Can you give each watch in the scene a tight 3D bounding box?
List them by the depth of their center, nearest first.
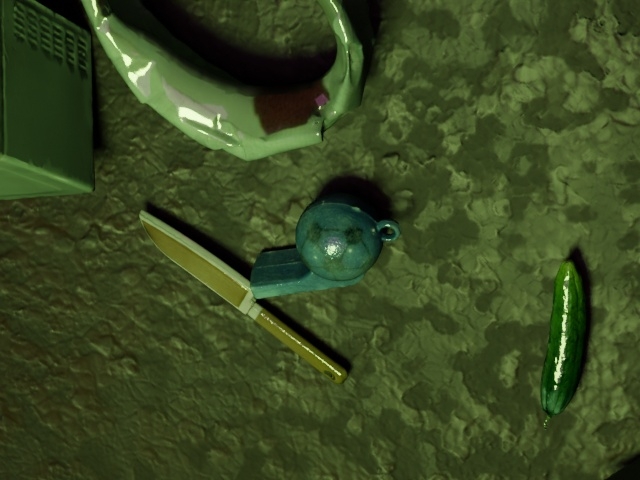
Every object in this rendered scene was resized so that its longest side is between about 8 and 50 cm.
[{"bbox_3d":[-0.078,-0.196,1.607,0.253,0.161,0.241,0,120,18],"label":"watch"}]

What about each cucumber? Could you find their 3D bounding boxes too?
[{"bbox_3d":[0.226,0.095,1.660,0.039,0.039,0.167,8,106,13],"label":"cucumber"}]

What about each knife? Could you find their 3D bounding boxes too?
[{"bbox_3d":[-0.073,0.051,1.733,0.256,0.022,0.046,37,148,3],"label":"knife"}]

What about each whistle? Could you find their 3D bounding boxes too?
[{"bbox_3d":[0.000,0.000,1.668,0.158,0.090,0.090,-8,104,18],"label":"whistle"}]

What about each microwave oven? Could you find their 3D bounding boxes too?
[{"bbox_3d":[-0.384,-0.133,1.645,0.295,0.237,0.181,-5,82,17],"label":"microwave oven"}]

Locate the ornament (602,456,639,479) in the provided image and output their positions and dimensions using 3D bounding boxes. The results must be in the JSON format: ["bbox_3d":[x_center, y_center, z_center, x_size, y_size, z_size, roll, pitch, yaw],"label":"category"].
[{"bbox_3d":[0.355,0.284,1.673,0.081,0.088,0.203,-39,108,-2],"label":"ornament"}]
